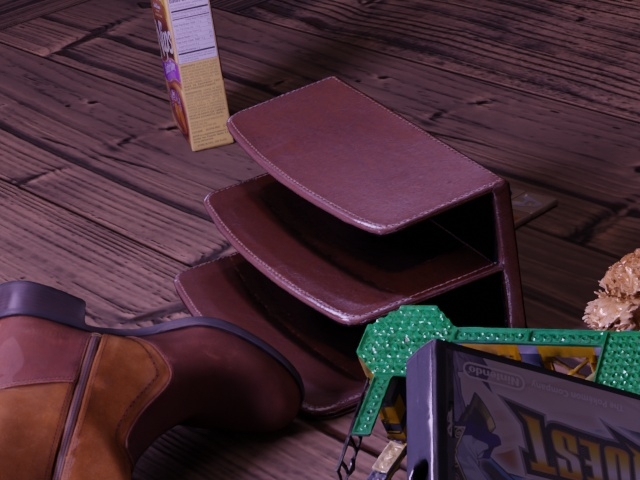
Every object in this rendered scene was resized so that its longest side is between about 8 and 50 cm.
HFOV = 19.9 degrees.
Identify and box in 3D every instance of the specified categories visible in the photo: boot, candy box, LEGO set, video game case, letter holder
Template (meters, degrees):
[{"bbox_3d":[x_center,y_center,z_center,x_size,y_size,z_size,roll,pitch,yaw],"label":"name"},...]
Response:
[{"bbox_3d":[-0.130,0.158,1.299,0.264,0.096,0.280,23,32,-20],"label":"boot"},{"bbox_3d":[-0.145,-0.204,2.012,0.053,0.187,0.109,-13,24,-12],"label":"candy box"},{"bbox_3d":[0.114,0.203,1.068,0.255,0.192,0.331,-7,41,18],"label":"LEGO set"},{"bbox_3d":[0.167,0.194,0.904,0.275,0.035,0.248,17,55,-23],"label":"video game case"},{"bbox_3d":[0.000,0.000,1.547,0.214,0.152,0.302,-21,29,-20],"label":"letter holder"}]

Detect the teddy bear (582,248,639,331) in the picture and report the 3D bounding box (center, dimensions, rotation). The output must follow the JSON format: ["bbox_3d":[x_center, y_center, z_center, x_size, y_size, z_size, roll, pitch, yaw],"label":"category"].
[{"bbox_3d":[0.373,0.047,1.387,0.245,0.113,0.338,-25,29,-37],"label":"teddy bear"}]

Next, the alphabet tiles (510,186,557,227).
[{"bbox_3d":[0.075,-0.014,1.739,0.198,0.009,0.237,17,34,43],"label":"alphabet tiles"}]
